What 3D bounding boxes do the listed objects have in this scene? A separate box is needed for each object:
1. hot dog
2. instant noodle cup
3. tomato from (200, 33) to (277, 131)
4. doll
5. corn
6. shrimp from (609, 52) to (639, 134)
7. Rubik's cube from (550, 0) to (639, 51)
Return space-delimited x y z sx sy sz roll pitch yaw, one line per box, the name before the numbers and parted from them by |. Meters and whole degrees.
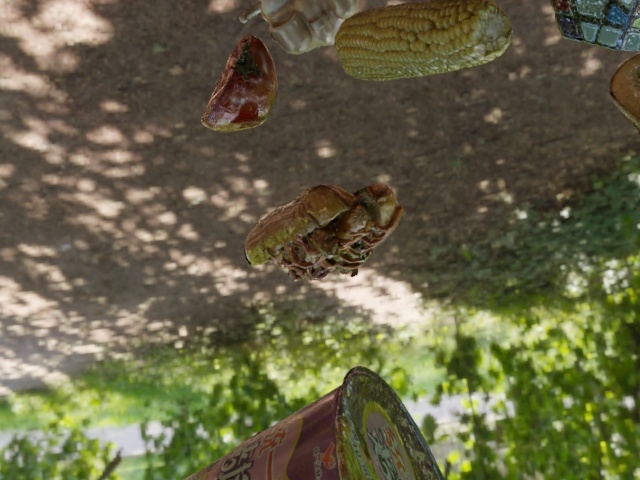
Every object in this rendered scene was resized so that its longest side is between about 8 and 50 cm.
hot dog | 0.000 0.000 1.380 0.158 0.117 0.349 -3 171 -23
instant noodle cup | -0.018 0.325 0.904 0.265 0.340 0.340 -24 161 14
tomato | -0.110 -0.225 1.383 0.091 0.159 0.139 25 149 -17
doll | -0.035 -0.367 1.417 0.154 0.119 0.278 -40 -151 -3
corn | 0.112 -0.255 1.181 0.101 0.102 0.310 0 -172 -30
shrimp | 0.447 -0.188 1.182 0.124 0.178 0.034 -36 130 17
Rubik's cube | 0.227 -0.197 0.674 0.133 0.112 0.133 -15 143 -12
